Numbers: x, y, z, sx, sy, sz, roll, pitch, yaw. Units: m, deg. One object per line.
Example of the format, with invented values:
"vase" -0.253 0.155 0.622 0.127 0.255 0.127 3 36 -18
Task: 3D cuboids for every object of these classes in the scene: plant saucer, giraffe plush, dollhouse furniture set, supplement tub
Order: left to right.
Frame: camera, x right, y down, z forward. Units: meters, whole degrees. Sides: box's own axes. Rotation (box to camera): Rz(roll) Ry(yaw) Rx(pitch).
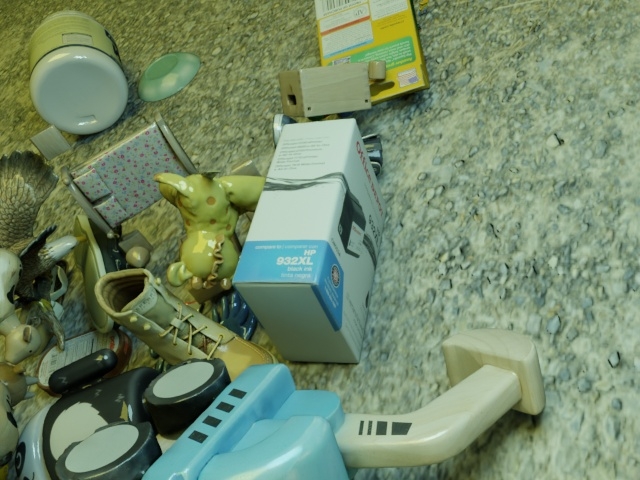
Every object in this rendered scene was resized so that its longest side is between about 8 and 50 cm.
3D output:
"supplement tub" -0.646 -0.454 1.711 0.235 0.235 0.325 -30 45 2
"plant saucer" -0.415 -0.450 1.726 0.195 0.037 0.195 -15 47 17
"dollhouse furniture set" -0.246 -0.088 1.089 0.303 0.355 0.174 -32 36 -1
"giraffe plush" -0.164 -0.012 0.981 0.181 0.210 0.170 0 91 -2

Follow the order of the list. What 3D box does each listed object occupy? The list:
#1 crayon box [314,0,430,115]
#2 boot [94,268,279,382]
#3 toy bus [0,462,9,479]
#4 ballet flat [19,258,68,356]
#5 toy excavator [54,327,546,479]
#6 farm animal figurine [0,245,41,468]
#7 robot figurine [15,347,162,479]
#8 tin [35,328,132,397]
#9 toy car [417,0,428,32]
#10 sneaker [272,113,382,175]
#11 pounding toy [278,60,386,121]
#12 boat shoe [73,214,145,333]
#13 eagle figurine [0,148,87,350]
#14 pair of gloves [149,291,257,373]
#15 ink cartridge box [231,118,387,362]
"crayon box" 0.104 -0.393 1.336 0.203 0.083 0.323 -14 61 17
"boot" -0.202 0.136 0.969 0.262 0.203 0.095 16 63 35
"toy bus" -0.559 0.357 1.023 0.202 0.104 0.191 36 71 21
"ballet flat" -0.542 0.120 1.277 0.073 0.080 0.232 -23 46 8
"toy excavator" 0.009 0.251 0.753 0.445 0.222 0.433 -6 18 28
"farm animal figurine" -0.480 0.200 0.909 0.330 0.172 0.327 -62 35 27
"robot figurine" -0.302 0.289 0.940 0.278 0.173 0.209 -22 46 9
"tin" -0.430 0.217 1.168 0.189 0.040 0.106 -20 50 11
"toy car" 0.216 -0.479 1.423 0.060 0.040 0.122 34 60 25
"sneaker" 0.020 -0.165 1.129 0.163 0.226 0.086 -7 70 18
"pounding toy" 0.033 -0.279 1.202 0.206 0.094 0.181 -12 15 -19
"boat shoe" -0.396 0.056 1.238 0.340 0.113 0.127 42 123 52
"eagle figurine" -0.520 0.019 1.125 0.226 0.298 0.225 24 55 12
"pair of gloves" -0.201 0.163 1.102 0.198 0.023 0.159 -7 50 22
"ink cartridge box" 0.000 0.000 0.990 0.129 0.223 0.307 -2 52 21
